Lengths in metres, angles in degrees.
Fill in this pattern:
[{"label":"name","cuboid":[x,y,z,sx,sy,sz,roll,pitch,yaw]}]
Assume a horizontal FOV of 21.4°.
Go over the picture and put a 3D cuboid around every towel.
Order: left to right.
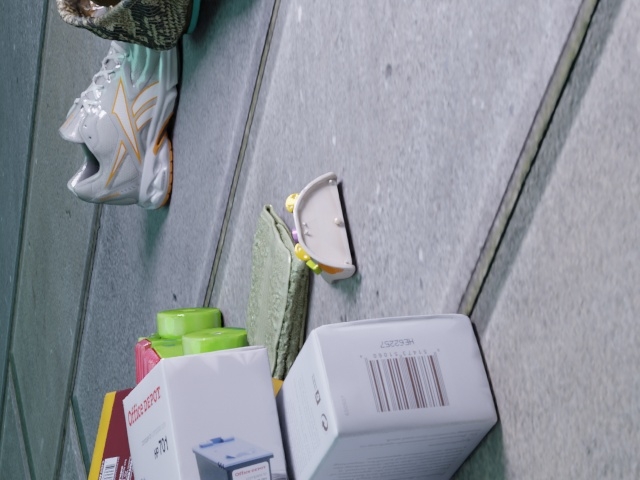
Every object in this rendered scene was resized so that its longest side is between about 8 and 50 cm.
[{"label":"towel","cuboid":[-0.040,0.054,1.493,0.110,0.027,0.148,-122,34,-57]}]

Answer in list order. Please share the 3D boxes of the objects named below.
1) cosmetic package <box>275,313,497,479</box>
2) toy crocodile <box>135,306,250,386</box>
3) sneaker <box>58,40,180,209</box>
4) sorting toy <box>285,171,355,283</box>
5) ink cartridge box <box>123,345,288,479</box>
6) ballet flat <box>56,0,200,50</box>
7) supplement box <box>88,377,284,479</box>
[{"label":"cosmetic package","cuboid":[0.026,0.141,1.177,0.231,0.117,0.085,120,143,-56]},{"label":"toy crocodile","cuboid":[-0.132,0.133,1.646,0.340,0.105,0.115,-161,69,-74]},{"label":"sneaker","cuboid":[-0.223,-0.151,1.853,0.099,0.121,0.262,-130,41,-60]},{"label":"sorting toy","cuboid":[0.000,0.000,1.362,0.075,0.045,0.083,82,178,-68]},{"label":"ink cartridge box","cuboid":[-0.074,0.183,1.176,0.139,0.082,0.191,134,127,-65]},{"label":"ballet flat","cuboid":[-0.162,-0.301,1.551,0.483,0.182,0.164,134,131,-65]},{"label":"supplement box","cuboid":[-0.091,0.216,1.362,0.194,0.129,0.191,-19,56,54]}]
